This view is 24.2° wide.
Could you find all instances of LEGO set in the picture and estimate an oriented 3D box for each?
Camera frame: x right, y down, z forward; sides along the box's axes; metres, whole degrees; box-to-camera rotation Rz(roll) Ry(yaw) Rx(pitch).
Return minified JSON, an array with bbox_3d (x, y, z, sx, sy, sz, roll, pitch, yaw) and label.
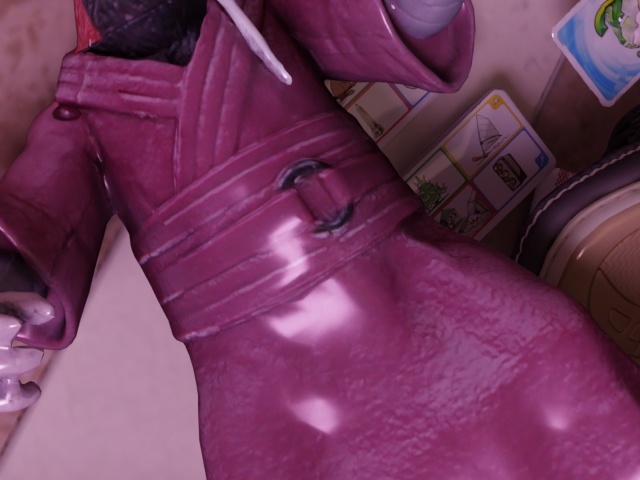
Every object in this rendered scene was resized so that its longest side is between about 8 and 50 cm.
[{"bbox_3d":[0.080,-0.134,0.674,0.244,0.060,0.182,-45,113,-5],"label":"LEGO set"}]

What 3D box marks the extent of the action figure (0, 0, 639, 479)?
[{"bbox_3d":[0.000,0.000,0.561,0.248,0.276,0.370,-28,85,-3],"label":"action figure"}]

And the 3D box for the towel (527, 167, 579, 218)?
[{"bbox_3d":[0.175,0.044,0.765,0.197,0.029,0.144,8,91,-33],"label":"towel"}]

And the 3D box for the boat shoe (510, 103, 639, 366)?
[{"bbox_3d":[0.169,-0.021,0.684,0.285,0.092,0.103,-18,136,-43],"label":"boat shoe"}]
